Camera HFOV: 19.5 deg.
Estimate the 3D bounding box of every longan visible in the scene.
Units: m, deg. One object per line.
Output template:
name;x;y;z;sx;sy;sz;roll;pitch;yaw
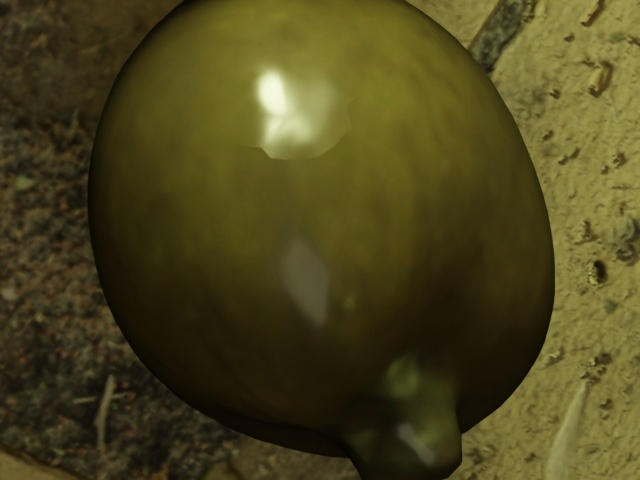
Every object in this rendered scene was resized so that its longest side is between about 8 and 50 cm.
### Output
longan;0.000;0.000;1.011;0.243;0.300;0.300;-30;119;26
